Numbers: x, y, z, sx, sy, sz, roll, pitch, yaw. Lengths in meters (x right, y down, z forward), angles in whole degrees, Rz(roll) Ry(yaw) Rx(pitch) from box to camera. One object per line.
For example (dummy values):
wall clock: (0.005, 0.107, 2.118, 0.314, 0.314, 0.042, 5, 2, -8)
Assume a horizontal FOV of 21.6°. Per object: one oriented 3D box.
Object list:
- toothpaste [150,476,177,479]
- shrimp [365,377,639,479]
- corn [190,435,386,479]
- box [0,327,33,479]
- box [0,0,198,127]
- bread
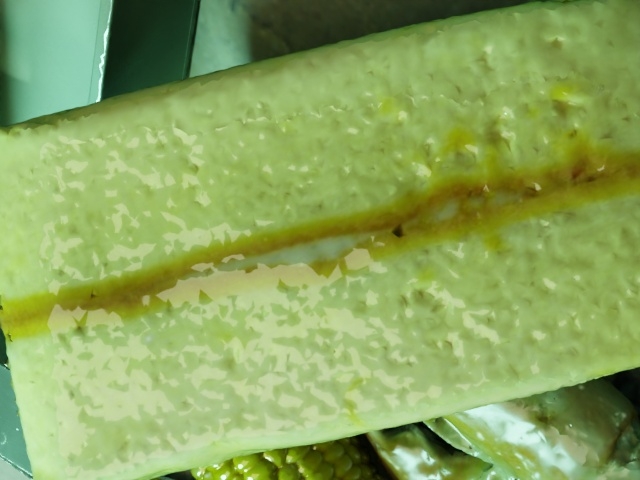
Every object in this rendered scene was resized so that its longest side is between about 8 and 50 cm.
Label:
toothpaste: (-0.065, 0.160, 0.959, 0.190, 0.031, 0.048, 14, 112, 20)
shrimp: (0.059, 0.077, 0.819, 0.267, 0.061, 0.145, 39, 137, 4)
corn: (-0.011, 0.133, 0.868, 0.091, 0.091, 0.260, -29, 98, -3)
box: (-0.144, 0.089, 0.937, 0.122, 0.069, 0.084, 30, 130, 12)
box: (-0.142, -0.077, 0.828, 0.129, 0.086, 0.225, 25, 127, 17)
bread: (0.004, -0.001, 0.677, 0.264, 0.163, 0.167, -15, 89, 41)
